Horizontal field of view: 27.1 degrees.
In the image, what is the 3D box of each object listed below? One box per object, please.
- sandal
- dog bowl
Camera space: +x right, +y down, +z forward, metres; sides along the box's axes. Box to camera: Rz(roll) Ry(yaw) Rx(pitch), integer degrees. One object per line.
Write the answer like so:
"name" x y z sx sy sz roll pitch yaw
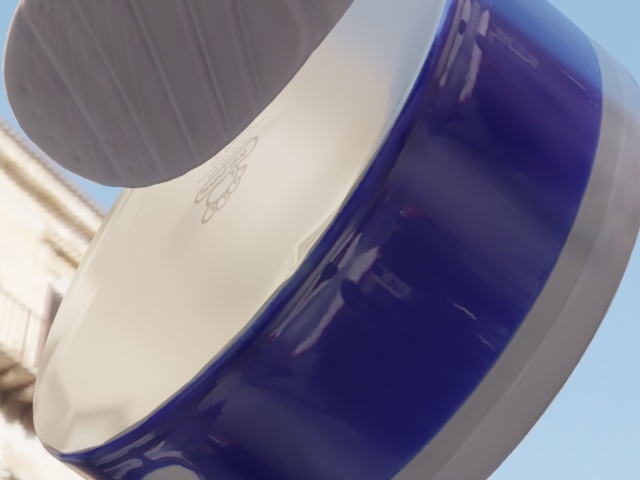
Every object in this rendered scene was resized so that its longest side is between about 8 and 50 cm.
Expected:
"sandal" -0.001 -0.134 0.389 0.102 0.076 0.265 39 -79 -20
"dog bowl" 0.000 0.000 0.544 0.104 0.265 0.265 36 -50 -21
